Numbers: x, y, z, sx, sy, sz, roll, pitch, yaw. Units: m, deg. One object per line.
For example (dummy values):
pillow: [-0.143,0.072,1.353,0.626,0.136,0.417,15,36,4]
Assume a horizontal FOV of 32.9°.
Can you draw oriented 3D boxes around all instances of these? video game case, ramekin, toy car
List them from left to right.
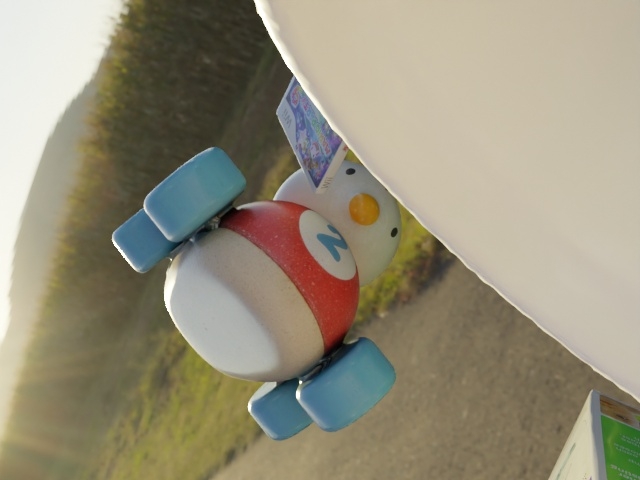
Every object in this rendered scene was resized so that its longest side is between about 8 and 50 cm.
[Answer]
toy car: [0.000,0.000,0.876,0.238,0.219,0.210,-41,4,-26]
video game case: [0.009,-0.105,0.738,0.122,0.011,0.087,-61,40,38]
ramekin: [0.127,-0.038,0.275,0.135,0.277,0.277,-50,9,-8]

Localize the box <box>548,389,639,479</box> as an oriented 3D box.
box: [0.263,0.226,0.661,0.231,0.262,0.126,-27,-41,-75]
